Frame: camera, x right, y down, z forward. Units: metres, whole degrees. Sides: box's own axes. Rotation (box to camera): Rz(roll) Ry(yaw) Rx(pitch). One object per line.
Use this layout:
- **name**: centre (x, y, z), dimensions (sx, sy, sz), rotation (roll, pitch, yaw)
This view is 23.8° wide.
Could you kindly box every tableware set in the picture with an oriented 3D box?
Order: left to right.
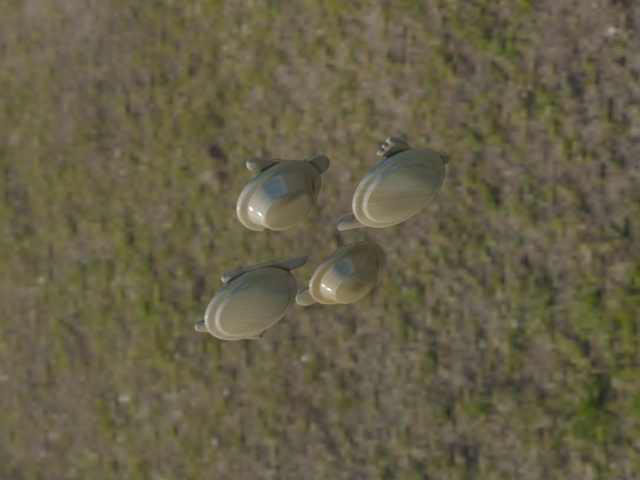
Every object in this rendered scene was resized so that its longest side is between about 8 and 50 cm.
- **tableware set**: centre (0.000, 0.000, 0.944), dimensions (0.020, 0.141, 0.168), rotation (57, 138, 35)
